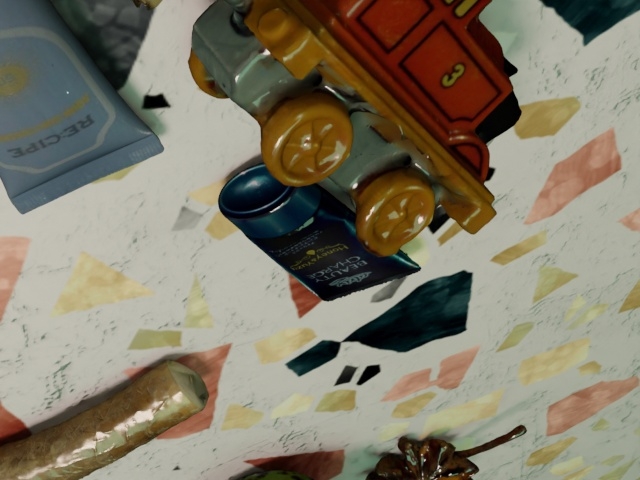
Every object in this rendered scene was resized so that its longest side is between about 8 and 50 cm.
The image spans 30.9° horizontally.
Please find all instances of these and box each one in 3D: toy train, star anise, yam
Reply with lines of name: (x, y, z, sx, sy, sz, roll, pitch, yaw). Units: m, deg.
toy train: (0.041, -0.144, 0.932, 0.231, 0.163, 0.369, -43, 141, 9)
star anise: (0.175, 0.335, 1.664, 0.234, 0.073, 0.177, -5, 134, -1)
yam: (-0.291, 0.230, 1.265, 0.356, 0.081, 0.081, -28, 144, 0)

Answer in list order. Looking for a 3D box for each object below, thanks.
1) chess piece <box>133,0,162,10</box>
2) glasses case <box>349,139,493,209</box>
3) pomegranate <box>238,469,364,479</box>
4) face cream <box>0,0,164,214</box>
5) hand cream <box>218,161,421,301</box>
chess piece: (-0.043, -0.289, 0.746, 0.301, 0.137, 0.137, -41, 143, -1)
glasses case: (0.101, -0.078, 1.142, 0.164, 0.041, 0.063, -37, 145, 14)
pomegranate: (-0.036, 0.413, 1.517, 0.270, 0.254, 0.254, -42, 142, 6)
face cream: (-0.232, -0.142, 0.831, 0.135, 0.086, 0.385, -25, 149, -2)
hand cream: (0.000, 0.000, 1.166, 0.120, 0.061, 0.270, -20, 152, 19)
